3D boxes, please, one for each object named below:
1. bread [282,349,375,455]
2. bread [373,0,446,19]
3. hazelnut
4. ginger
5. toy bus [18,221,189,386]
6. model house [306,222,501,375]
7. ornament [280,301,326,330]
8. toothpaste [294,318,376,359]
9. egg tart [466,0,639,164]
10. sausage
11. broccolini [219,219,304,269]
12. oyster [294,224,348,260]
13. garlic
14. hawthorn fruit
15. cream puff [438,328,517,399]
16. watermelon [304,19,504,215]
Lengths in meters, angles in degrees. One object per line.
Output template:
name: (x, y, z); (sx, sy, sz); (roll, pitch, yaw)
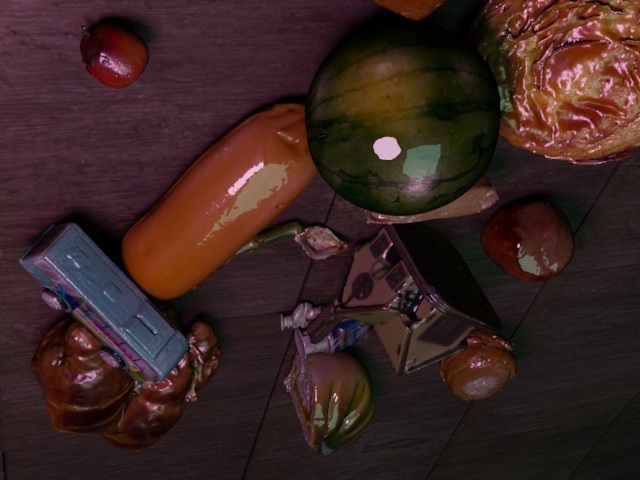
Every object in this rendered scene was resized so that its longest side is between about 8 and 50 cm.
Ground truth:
bread: (0.029, 0.294, 1.844); (0.156, 0.158, 0.260); (-31, 146, 8)
bread: (0.120, -0.360, 1.064); (0.184, 0.110, 0.234); (16, 130, -41)
hazelnut: (0.340, -0.001, 1.641); (0.154, 0.143, 0.143); (5, 138, -20)
ginger: (-0.306, 0.207, 1.562); (0.274, 0.152, 0.357); (-30, 145, 13)
toy bus: (-0.293, 0.091, 1.366); (0.262, 0.091, 0.109); (48, 149, -21)
model house: (0.109, 0.131, 1.587); (0.205, 0.218, 0.279); (23, 120, -42)
ornament: (-0.024, 0.131, 1.698); (0.092, 0.041, 0.068); (-19, 150, 23)
toothpaste: (0.086, 0.146, 1.770); (0.266, 0.061, 0.096); (-17, 145, -16)
egg tart: (0.339, -0.241, 1.281); (0.297, 0.132, 0.297); (6, 115, 14)
sausage: (-0.126, -0.056, 1.339); (0.134, 0.116, 0.354); (41, 114, -16)
broccolini: (-0.127, 0.018, 1.483); (0.216, 0.067, 0.058); (-19, -177, -3)
oyster: (-0.001, 0.003, 1.549); (0.051, 0.034, 0.093); (-47, 128, 9)
garlic: (0.153, -0.082, 1.452); (0.195, 0.101, 0.087); (-7, 138, -12)
hawthorn fruit: (-0.233, -0.209, 1.122); (0.077, 0.077, 0.077); (-13, 144, -10)
cream puff: (0.304, 0.232, 1.929); (0.165, 0.115, 0.150); (-29, 138, 27)
watermelon: (0.101, -0.148, 1.219); (0.242, 0.242, 0.242); (-13, 144, -10)
